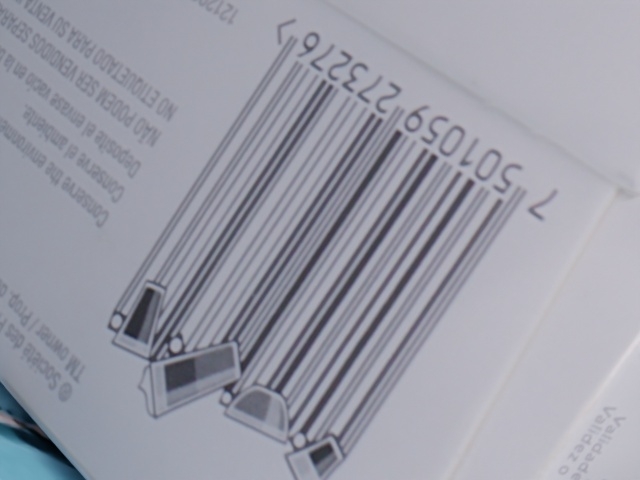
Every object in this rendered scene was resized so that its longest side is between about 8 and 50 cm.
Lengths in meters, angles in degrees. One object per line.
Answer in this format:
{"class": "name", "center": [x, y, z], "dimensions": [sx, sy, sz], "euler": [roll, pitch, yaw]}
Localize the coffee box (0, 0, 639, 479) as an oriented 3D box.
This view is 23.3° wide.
{"class": "coffee box", "center": [0.089, -0.058, 0.540], "dimensions": [0.337, 0.338, 0.334], "euler": [40, 9, 38]}
